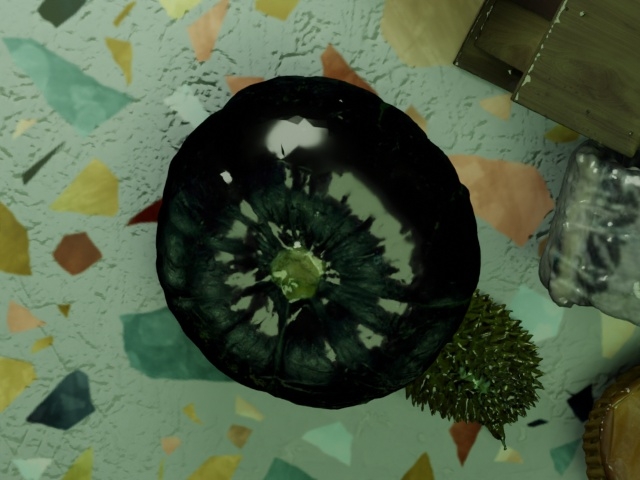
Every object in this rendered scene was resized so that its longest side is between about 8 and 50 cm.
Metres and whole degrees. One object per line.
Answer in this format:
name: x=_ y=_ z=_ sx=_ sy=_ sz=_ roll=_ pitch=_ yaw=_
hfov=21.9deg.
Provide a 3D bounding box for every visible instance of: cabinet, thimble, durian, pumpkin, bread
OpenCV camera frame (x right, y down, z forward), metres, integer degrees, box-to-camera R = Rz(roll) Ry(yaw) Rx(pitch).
cabinet: x=0.261 y=-0.216 z=1.571 sx=0.148 sy=0.175 sz=0.215 roll=25 pitch=99 yaw=-21
thimble: x=0.331 y=-0.007 z=1.629 sx=0.245 sy=0.217 sz=0.157 roll=-2 pitch=107 yaw=-48
durian: x=0.155 y=0.127 z=1.699 sx=0.220 sy=0.095 sz=0.137 roll=32 pitch=97 yaw=-28
pumpkin: x=0.000 y=0.000 z=1.544 sx=0.315 sy=0.238 sz=0.315 roll=1 pitch=103 yaw=3
bread: x=0.377 y=0.218 z=1.763 sx=0.199 sy=0.104 sz=0.199 roll=1 pitch=81 yaw=-9
